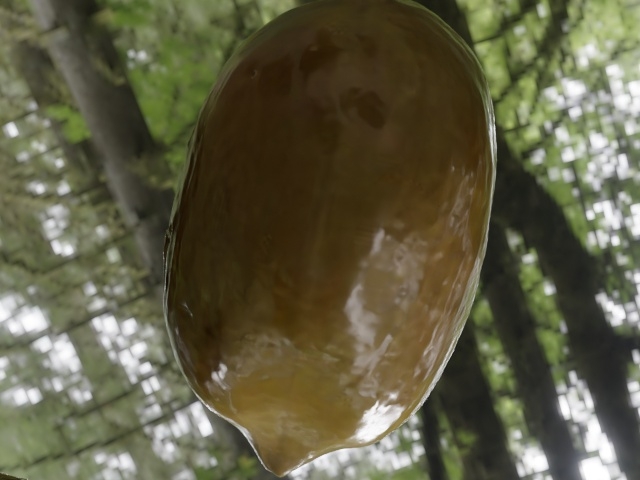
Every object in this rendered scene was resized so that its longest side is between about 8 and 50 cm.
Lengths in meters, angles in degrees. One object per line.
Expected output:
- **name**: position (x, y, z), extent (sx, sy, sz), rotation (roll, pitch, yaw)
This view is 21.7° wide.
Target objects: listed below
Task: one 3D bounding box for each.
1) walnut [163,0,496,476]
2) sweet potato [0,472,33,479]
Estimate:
- **walnut**: position (0.000, 0.000, 0.980), extent (0.203, 0.297, 0.203), rotation (16, -168, -4)
- **sweet potato**: position (-0.187, 0.158, 0.971), extent (0.056, 0.195, 0.056), rotation (-15, -112, 40)
